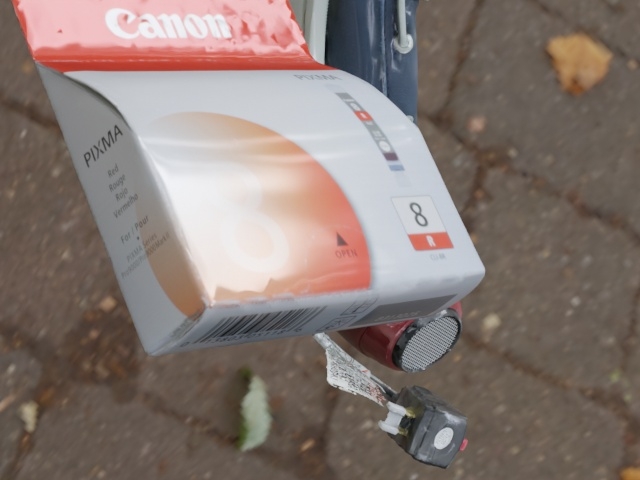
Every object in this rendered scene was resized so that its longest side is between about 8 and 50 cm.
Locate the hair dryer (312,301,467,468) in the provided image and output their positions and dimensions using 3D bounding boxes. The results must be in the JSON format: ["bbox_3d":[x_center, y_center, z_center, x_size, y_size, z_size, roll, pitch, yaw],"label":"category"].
[{"bbox_3d":[0.000,0.000,1.132,0.080,0.293,0.223,-44,107,8],"label":"hair dryer"}]

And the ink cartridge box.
[{"bbox_3d":[-0.029,-0.051,0.696,0.145,0.045,0.179,-5,69,-45],"label":"ink cartridge box"}]

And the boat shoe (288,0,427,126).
[{"bbox_3d":[0.018,-0.122,0.870,0.079,0.095,0.255,-3,103,-24],"label":"boat shoe"}]
